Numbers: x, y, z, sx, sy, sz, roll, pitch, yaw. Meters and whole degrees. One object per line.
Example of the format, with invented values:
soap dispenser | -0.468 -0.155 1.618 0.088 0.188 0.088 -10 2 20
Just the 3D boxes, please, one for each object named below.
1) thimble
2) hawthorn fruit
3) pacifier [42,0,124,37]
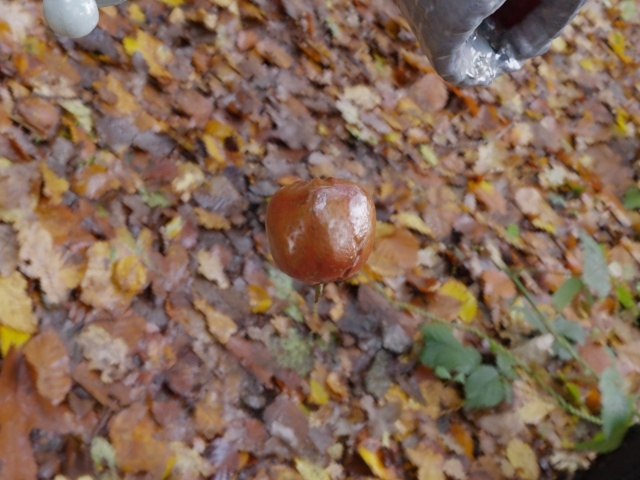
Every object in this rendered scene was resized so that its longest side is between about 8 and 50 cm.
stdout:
thimble | 0.174 -0.287 0.931 0.172 0.205 0.236 63 8 18
hawthorn fruit | 0.000 0.000 1.411 0.179 0.179 0.200 5 86 -47
pacifier | -0.353 -0.400 1.344 0.238 0.287 0.226 16 65 -26
